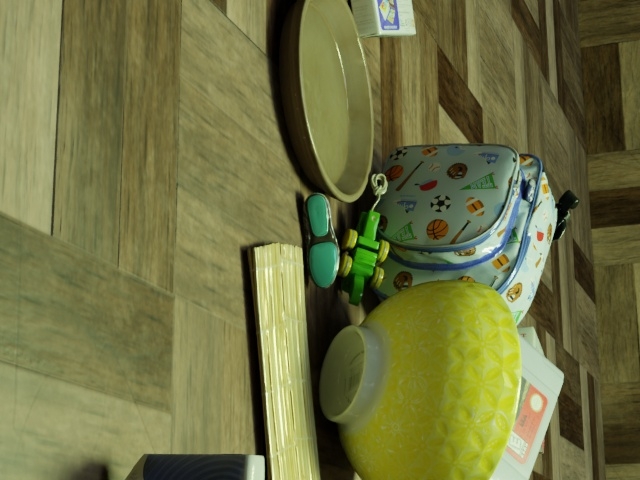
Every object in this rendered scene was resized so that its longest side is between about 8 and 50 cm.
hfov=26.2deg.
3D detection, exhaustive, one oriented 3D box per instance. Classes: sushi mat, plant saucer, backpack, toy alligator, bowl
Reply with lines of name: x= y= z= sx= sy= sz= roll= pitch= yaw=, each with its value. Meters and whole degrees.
sushi mat: x=-0.037 y=0.160 z=1.515 sx=0.151 sy=0.019 sz=0.316 roll=6 pitch=78 yaw=-69
plant saucer: x=0.007 y=-0.183 z=1.713 sx=0.278 sy=0.041 sz=0.277 roll=-6 pitch=90 yaw=-72
backpack: x=0.184 y=0.004 z=1.858 sx=0.213 sy=0.277 sz=0.263 roll=50 pitch=45 yaw=-50
toy alligator: x=0.054 y=0.005 z=1.768 sx=0.051 sy=0.056 sz=0.189 roll=133 pitch=-27 yaw=-59
bowl: x=0.092 y=0.172 z=1.627 sx=0.156 sy=0.289 sz=0.289 roll=16 pitch=62 yaw=-23

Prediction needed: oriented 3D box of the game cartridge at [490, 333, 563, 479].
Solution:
game cartridge: x=0.259 y=0.253 z=2.110 sx=0.196 sy=0.060 sz=0.294 roll=38 pitch=48 yaw=-10

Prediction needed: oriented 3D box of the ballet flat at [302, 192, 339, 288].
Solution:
ballet flat: x=0.000 y=0.000 z=1.646 sx=0.041 sy=0.041 sz=0.114 roll=-9 pitch=94 yaw=-71

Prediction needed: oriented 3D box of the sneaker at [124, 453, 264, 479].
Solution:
sneaker: x=-0.104 y=0.336 z=1.145 sx=0.182 sy=0.127 sz=0.315 roll=44 pitch=51 yaw=-67

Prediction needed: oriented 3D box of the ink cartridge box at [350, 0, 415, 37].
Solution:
ink cartridge box: x=0.083 y=-0.396 z=1.981 sx=0.206 sy=0.045 sz=0.208 roll=-23 pitch=108 yaw=-70

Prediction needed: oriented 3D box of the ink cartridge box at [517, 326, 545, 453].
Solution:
ink cartridge box: x=0.305 y=0.252 z=2.305 sx=0.127 sy=0.128 sz=0.176 roll=63 pitch=29 yaw=-47
